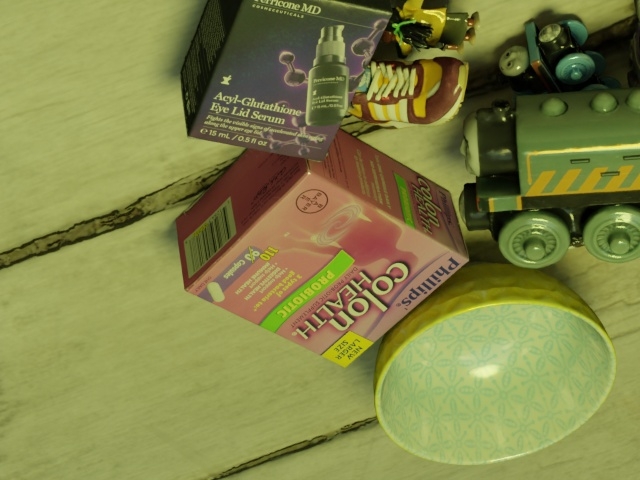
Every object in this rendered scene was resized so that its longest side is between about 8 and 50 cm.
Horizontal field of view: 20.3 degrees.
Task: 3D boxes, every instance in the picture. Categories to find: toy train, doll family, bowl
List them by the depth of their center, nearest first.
[{"bbox_3d":[0.110,-0.250,1.804,0.111,0.076,0.193,5,128,-11],"label":"doll family"},{"bbox_3d":[0.307,-0.079,1.861,0.334,0.142,0.190,-3,130,9],"label":"toy train"},{"bbox_3d":[0.261,-0.158,1.920,0.105,0.080,0.184,-23,135,20],"label":"toy train"},{"bbox_3d":[0.193,0.117,2.121,0.289,0.156,0.289,-6,136,-6],"label":"bowl"}]

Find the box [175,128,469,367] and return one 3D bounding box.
[{"bbox_3d":[0.000,0.000,1.993,0.243,0.117,0.213,28,123,-33],"label":"box"}]

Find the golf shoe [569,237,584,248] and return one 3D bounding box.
[{"bbox_3d":[0.314,-0.027,2.037,0.198,0.077,0.094,-24,153,-11],"label":"golf shoe"}]

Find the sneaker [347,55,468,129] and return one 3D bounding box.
[{"bbox_3d":[0.077,-0.155,1.837,0.084,0.070,0.185,17,164,-27],"label":"sneaker"}]

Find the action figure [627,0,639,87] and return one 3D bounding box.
[{"bbox_3d":[0.353,-0.261,1.828,0.185,0.099,0.285,-10,132,8],"label":"action figure"}]

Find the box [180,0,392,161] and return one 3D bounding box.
[{"bbox_3d":[-0.039,-0.198,1.795,0.153,0.108,0.207,9,132,-19],"label":"box"}]
